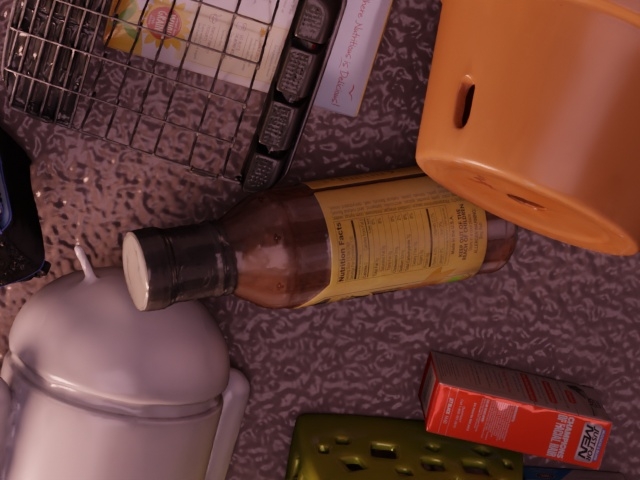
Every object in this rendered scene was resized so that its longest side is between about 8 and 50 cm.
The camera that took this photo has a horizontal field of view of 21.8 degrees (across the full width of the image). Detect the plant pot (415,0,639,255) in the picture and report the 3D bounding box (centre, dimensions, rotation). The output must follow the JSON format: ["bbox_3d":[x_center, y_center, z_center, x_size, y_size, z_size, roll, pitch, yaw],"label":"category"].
[{"bbox_3d":[0.208,-0.117,1.370,0.291,0.291,0.203,24,84,-8],"label":"plant pot"}]

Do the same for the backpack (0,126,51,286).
[{"bbox_3d":[-0.343,-0.018,1.468,0.173,0.158,0.117,-22,145,8],"label":"backpack"}]

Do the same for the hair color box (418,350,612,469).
[{"bbox_3d":[0.181,0.159,1.566,0.167,0.093,0.053,12,105,-5],"label":"hair color box"}]

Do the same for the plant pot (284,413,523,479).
[{"bbox_3d":[0.075,0.307,1.543,0.228,0.207,0.227,6,105,-3],"label":"plant pot"}]

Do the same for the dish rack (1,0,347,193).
[{"bbox_3d":[-0.131,-0.165,1.438,0.272,0.074,0.208,18,110,-5],"label":"dish rack"}]

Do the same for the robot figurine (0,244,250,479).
[{"bbox_3d":[-0.196,0.175,1.502,0.300,0.200,0.353,0,109,-43],"label":"robot figurine"}]

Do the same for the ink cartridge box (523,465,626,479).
[{"bbox_3d":[0.247,0.275,1.552,0.104,0.181,0.061,4,104,-3],"label":"ink cartridge box"}]

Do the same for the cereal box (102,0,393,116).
[{"bbox_3d":[-0.057,-0.224,1.481,0.240,0.047,0.173,16,106,-7],"label":"cereal box"}]

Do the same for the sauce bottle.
[{"bbox_3d":[0.000,0.000,1.455,0.344,0.111,0.111,-8,106,-21],"label":"sauce bottle"}]
